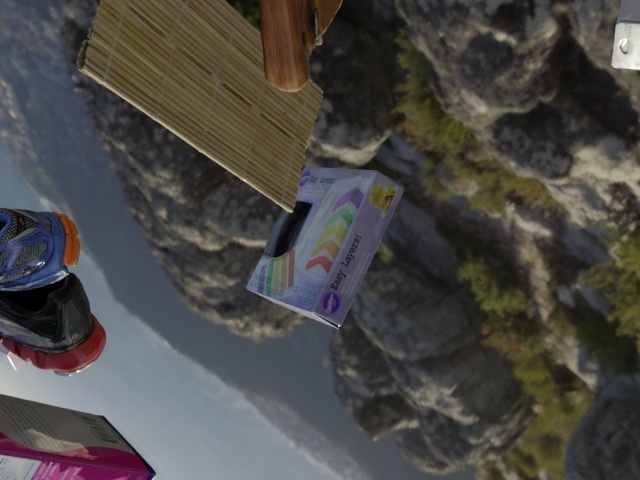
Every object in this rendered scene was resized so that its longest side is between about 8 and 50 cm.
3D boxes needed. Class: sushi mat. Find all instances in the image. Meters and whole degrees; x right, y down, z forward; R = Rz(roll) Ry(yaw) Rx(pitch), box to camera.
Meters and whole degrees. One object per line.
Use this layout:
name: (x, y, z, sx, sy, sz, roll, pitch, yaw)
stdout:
sushi mat: (-0.099, -0.155, 0.866, 0.019, 0.151, 0.316, 5, 162, 36)

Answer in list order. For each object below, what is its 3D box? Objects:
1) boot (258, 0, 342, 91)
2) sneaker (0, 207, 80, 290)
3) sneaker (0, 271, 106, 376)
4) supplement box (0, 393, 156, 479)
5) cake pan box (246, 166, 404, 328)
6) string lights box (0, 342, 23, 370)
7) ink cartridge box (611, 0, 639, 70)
boot: (-0.001, -0.300, 0.696, 0.096, 0.264, 0.280, 3, 141, 17)
sneaker: (-0.326, 0.019, 0.788, 0.087, 0.221, 0.083, 41, -153, -63)
sneaker: (-0.372, 0.055, 0.999, 0.276, 0.097, 0.135, 15, 132, 11)
supplement box: (-0.286, 0.222, 0.854, 0.111, 0.114, 0.220, 33, 180, 39)
cake pan box: (0.000, 0.000, 1.471, 0.070, 0.245, 0.267, 31, 173, -27)
string lights box: (-0.568, 0.088, 1.471, 0.260, 0.133, 0.076, 27, 152, 10)
ink cartridge box: (0.518, -0.375, 1.425, 0.072, 0.175, 0.127, 11, 159, 18)
